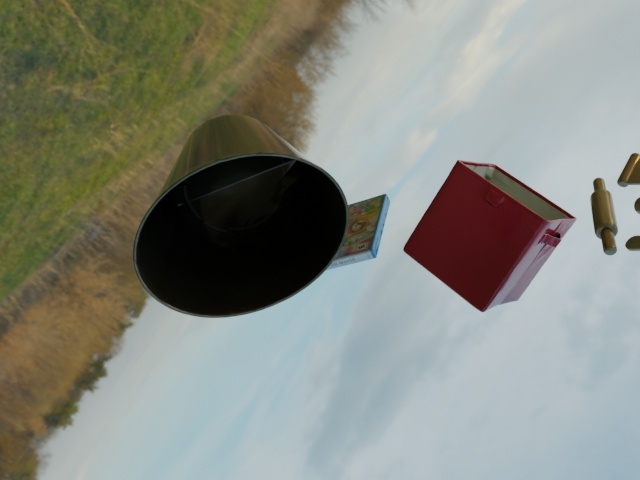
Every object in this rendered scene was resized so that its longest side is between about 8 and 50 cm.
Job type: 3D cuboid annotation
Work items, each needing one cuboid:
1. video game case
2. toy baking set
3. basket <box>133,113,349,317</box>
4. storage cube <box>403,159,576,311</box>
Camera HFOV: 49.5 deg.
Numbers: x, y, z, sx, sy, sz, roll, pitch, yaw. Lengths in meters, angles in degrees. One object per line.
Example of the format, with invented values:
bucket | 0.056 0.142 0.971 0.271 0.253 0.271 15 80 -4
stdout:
video game case | 0.000 0.000 0.855 0.166 0.015 0.119 -15 -149 25
toy baking set | 0.447 -0.056 0.904 0.197 0.030 0.256 -26 -151 37
basket | -0.089 -0.045 0.736 0.204 0.154 0.227 -23 -155 1
storage cube | 0.301 -0.010 1.232 0.183 0.215 0.193 -5 130 -55
